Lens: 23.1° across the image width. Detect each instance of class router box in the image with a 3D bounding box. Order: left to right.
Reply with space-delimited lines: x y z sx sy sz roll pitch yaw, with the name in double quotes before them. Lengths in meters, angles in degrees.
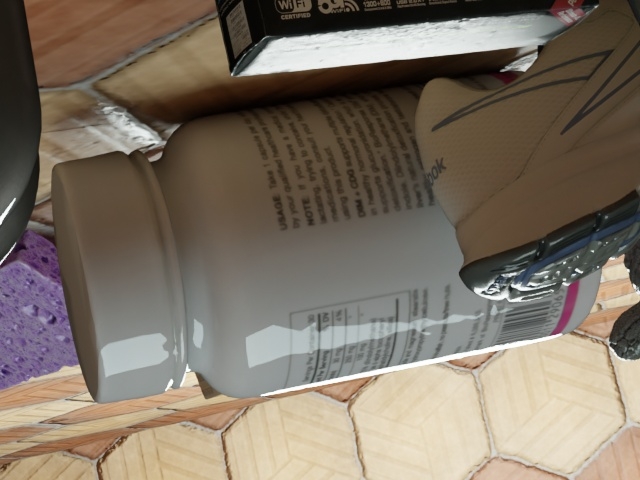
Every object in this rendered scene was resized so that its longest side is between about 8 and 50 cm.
"router box" 0.022 -0.107 0.506 0.122 0.092 0.038 -9 169 -23

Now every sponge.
"sponge" -0.235 0.060 1.138 0.210 0.031 0.117 -20 134 39

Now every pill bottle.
"pill bottle" 0.000 0.000 0.885 0.283 0.160 0.160 -10 170 -15

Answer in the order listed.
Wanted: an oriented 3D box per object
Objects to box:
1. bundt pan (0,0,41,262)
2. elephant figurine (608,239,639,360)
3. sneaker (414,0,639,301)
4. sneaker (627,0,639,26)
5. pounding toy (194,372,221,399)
"bundt pan" -0.238 -0.011 0.508 0.331 0.124 0.331 -19 169 -4
"elephant figurine" 0.305 -0.004 1.216 0.239 0.186 0.169 -24 -170 16
"sneaker" 0.184 -0.085 0.792 0.297 0.129 0.111 -25 160 -8
"sneaker" 0.158 -0.104 0.607 0.111 0.121 0.300 -16 170 20
"pounding toy" -0.001 0.058 1.444 0.181 0.094 0.206 -23 176 26
